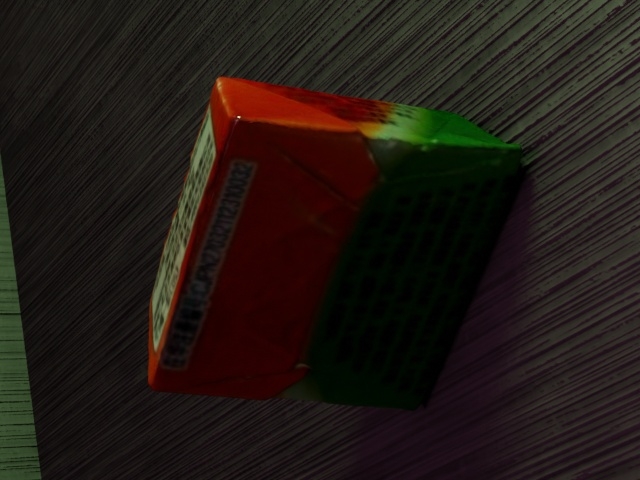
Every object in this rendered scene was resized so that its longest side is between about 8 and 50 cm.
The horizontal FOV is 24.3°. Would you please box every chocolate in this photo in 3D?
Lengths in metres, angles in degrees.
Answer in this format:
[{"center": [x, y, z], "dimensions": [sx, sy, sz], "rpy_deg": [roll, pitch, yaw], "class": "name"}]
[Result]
[{"center": [0.000, 0.000, 1.654], "dimensions": [0.161, 0.341, 0.360], "rpy_deg": [-118, 41, -53], "class": "chocolate"}]
